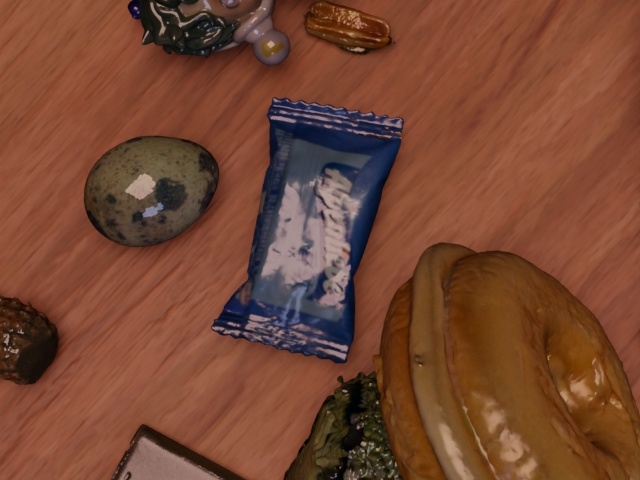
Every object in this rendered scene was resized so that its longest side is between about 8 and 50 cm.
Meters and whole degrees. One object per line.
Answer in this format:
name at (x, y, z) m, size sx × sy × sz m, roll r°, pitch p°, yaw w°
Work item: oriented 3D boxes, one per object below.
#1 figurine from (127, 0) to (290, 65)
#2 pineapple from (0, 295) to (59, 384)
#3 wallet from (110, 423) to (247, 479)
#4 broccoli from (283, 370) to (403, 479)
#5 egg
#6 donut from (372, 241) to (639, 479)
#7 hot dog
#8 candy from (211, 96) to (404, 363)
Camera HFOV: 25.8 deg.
figurine at (-0.074, -0.362, 1.822) m, size 0.382 × 0.186 × 0.261 m, roll -20°, pitch 79°, yaw 0°
pineapple at (-0.440, 0.108, 1.838) m, size 0.198 × 0.108 × 0.108 m, roll 29°, pitch 85°, yaw 18°
wallet at (-0.172, 0.332, 1.821) m, size 0.198 × 0.031 × 0.110 m, roll 28°, pitch 86°, yaw 7°
broccoli at (0.066, 0.296, 1.714) m, size 0.180 × 0.273 × 0.242 m, roll 17°, pitch 62°, yaw -8°
egg at (-0.218, -0.068, 1.818) m, size 0.182 × 0.141 × 0.141 m, roll -22°, pitch 82°, yaw -8°
donut at (0.229, 0.205, 1.626) m, size 0.198 × 0.449 × 0.449 m, roll -31°, pitch 81°, yaw 26°
hot dog at (0.038, -0.284, 1.883) m, size 0.133 × 0.041 × 0.056 m, roll 18°, pitch 84°, yaw 13°
candy at (-0.014, -0.020, 1.800) m, size 0.187 × 0.077 × 0.331 m, roll 13°, pitch 84°, yaw -1°
